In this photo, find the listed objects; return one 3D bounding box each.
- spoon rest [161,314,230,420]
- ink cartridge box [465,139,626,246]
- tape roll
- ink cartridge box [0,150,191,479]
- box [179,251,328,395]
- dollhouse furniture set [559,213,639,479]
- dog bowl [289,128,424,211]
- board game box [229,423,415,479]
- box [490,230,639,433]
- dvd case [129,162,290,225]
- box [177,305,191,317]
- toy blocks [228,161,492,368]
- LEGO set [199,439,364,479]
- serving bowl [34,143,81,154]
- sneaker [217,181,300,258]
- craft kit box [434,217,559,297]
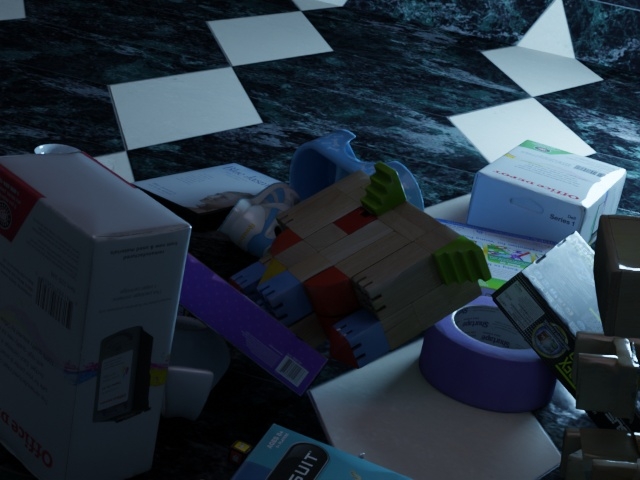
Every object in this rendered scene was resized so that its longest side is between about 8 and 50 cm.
[{"bbox_3d":[-0.174,0.156,1.612,0.137,0.084,0.276,8,10,-9],"label":"spoon rest"},{"bbox_3d":[0.402,-0.073,2.324,0.201,0.117,0.278,20,24,21],"label":"ink cartridge box"},{"bbox_3d":[0.233,0.151,1.777,0.189,0.080,0.189,10,23,-4],"label":"tape roll"},{"bbox_3d":[-0.271,0.083,1.420,0.131,0.306,0.226,-11,32,-41],"label":"ink cartridge box"},{"bbox_3d":[-0.122,0.078,1.571,0.293,0.057,0.201,37,-6,3],"label":"box"},{"bbox_3d":[0.398,0.190,1.341,0.257,0.394,0.362,4,22,6],"label":"dollhouse furniture set"},{"bbox_3d":[0.049,-0.069,2.103,0.074,0.166,0.297,-10,31,-32],"label":"dog bowl"},{"bbox_3d":[0.049,0.326,1.234,0.336,0.079,0.254,20,31,14],"label":"board game box"},{"bbox_3d":[0.370,0.131,1.742,0.270,0.060,0.216,51,33,7],"label":"box"},{"bbox_3d":[-0.171,-0.081,2.196,0.180,0.022,0.253,22,25,37],"label":"dvd case"},{"bbox_3d":[-0.257,0.070,1.767,0.169,0.054,0.059,13,8,3],"label":"box"},{"bbox_3d":[0.024,0.047,1.752,0.261,0.190,0.381,-30,31,-14],"label":"toy blocks"},{"bbox_3d":[-0.036,0.283,1.383,0.182,0.060,0.244,10,22,-11],"label":"LEGO set"},{"bbox_3d":[-0.443,-0.136,2.212,0.083,0.027,0.083,10,23,-4],"label":"serving bowl"},{"bbox_3d":[-0.080,-0.026,2.066,0.092,0.087,0.229,39,24,7],"label":"sneaker"},{"bbox_3d":[0.294,0.054,2.066,0.250,0.061,0.246,11,20,2],"label":"craft kit box"}]
